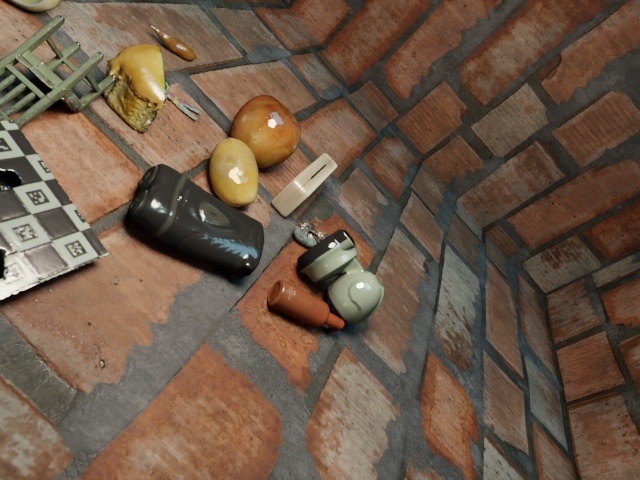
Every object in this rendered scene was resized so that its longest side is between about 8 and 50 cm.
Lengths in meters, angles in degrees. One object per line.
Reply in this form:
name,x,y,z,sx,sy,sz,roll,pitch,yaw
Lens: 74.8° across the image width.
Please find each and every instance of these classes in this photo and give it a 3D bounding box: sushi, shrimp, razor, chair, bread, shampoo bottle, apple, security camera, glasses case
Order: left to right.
sushi,-0.629,-0.039,0.734,0.343,0.064,0.359,54,32,-2
chair,-0.648,-0.371,0.995,0.136,0.147,0.270,42,77,-9
bread,-0.528,-0.446,1.161,0.133,0.174,0.252,9,56,-43
razor,-0.306,-0.043,1.075,0.349,0.113,0.204,33,38,-29
apple,-0.197,-0.370,1.444,0.253,0.253,0.253,31,38,-28
glasses case,-0.051,-0.207,1.516,0.076,0.144,0.336,46,34,-6
shampoo bottle,-0.034,0.198,1.194,0.244,0.085,0.085,33,37,-26
shrimp,0.000,0.000,1.441,0.233,0.079,0.090,27,2,-36
security camera,0.072,0.123,1.302,0.277,0.191,0.197,55,5,2

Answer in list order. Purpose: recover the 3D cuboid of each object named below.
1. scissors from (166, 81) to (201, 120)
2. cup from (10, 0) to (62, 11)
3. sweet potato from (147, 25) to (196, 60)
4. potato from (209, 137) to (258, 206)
scissors,-0.476,-0.462,1.363,0.187,0.020,0.133,34,32,-22
cup,-0.804,-0.753,1.113,0.255,0.173,0.202,28,38,-32
sweet potato,-0.530,-0.706,1.500,0.195,0.056,0.056,23,42,-49
potato,-0.264,-0.210,1.281,0.150,0.146,0.234,-6,57,-16
